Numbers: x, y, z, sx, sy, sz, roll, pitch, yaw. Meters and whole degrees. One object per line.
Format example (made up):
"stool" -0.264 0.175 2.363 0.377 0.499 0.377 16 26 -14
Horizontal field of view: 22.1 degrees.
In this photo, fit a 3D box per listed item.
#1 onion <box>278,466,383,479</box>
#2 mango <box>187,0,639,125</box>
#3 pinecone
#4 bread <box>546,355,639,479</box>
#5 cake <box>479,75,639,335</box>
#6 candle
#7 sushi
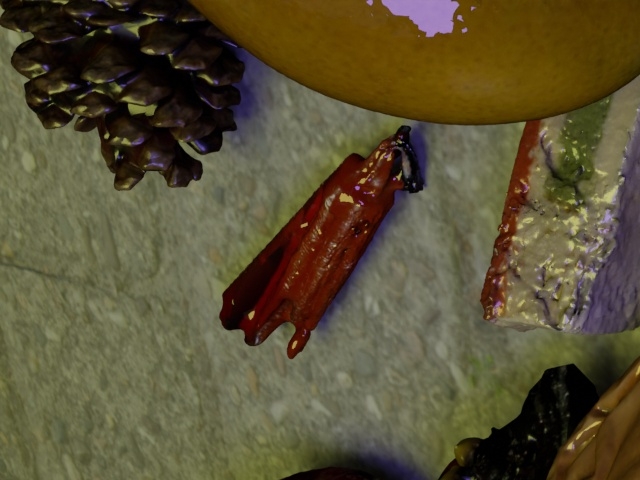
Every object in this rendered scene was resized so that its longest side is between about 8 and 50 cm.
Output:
"onion" 0.009 0.310 1.346 0.246 0.190 0.246 9 109 26
"mango" 0.039 -0.209 0.972 0.378 0.264 0.221 34 154 4
"pinecone" -0.148 -0.143 1.269 0.204 0.179 0.184 82 161 -47
"bread" 0.232 0.152 0.969 0.149 0.274 0.274 28 137 -6
"cake" 0.189 -0.038 1.073 0.086 0.116 0.220 15 89 38
"candle" 0.000 0.000 1.279 0.084 0.059 0.302 43 137 7
"sushi" 0.150 0.209 1.161 0.150 0.153 0.172 -16 137 33
